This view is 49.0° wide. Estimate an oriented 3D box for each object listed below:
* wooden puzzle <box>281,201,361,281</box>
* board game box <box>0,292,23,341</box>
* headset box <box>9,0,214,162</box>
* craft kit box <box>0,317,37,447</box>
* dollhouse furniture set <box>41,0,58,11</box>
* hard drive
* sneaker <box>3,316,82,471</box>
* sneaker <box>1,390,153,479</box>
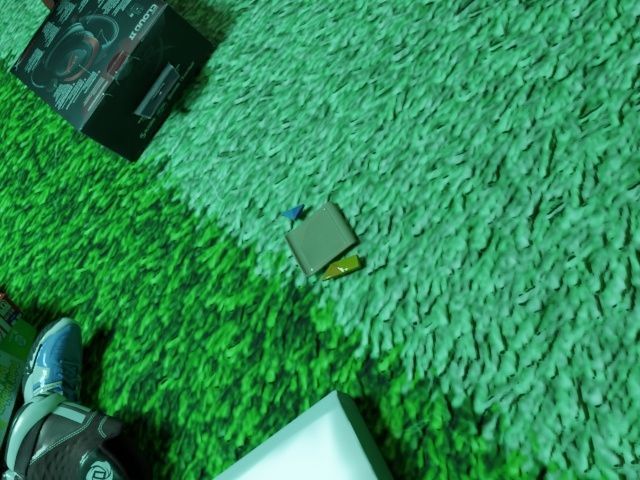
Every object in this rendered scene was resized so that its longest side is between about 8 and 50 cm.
[{"bbox_3d":[0.000,0.000,0.806,0.078,0.014,0.116,-30,57,13],"label":"wooden puzzle"},{"bbox_3d":[-0.515,0.132,0.938,0.193,0.045,0.147,2,47,29],"label":"board game box"},{"bbox_3d":[-0.314,-0.269,1.061,0.293,0.110,0.218,35,91,38],"label":"headset box"},{"bbox_3d":[-0.495,0.250,0.925,0.246,0.061,0.250,-37,30,12],"label":"craft kit box"},{"bbox_3d":[-0.471,-0.390,1.113,0.152,0.374,0.201,44,124,13],"label":"dollhouse furniture set"},{"bbox_3d":[-0.064,0.341,0.678,0.353,0.047,0.233,-39,54,13],"label":"hard drive"},{"bbox_3d":[-0.331,0.205,0.896,0.081,0.080,0.211,4,82,27],"label":"sneaker"},{"bbox_3d":[-0.278,0.322,0.793,0.162,0.106,0.281,12,98,4],"label":"sneaker"}]
